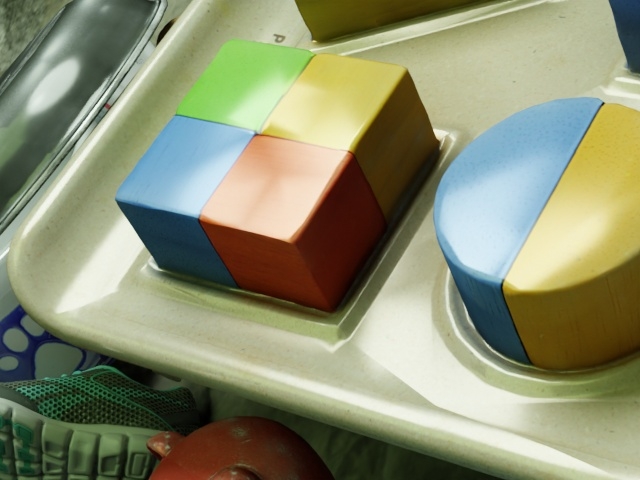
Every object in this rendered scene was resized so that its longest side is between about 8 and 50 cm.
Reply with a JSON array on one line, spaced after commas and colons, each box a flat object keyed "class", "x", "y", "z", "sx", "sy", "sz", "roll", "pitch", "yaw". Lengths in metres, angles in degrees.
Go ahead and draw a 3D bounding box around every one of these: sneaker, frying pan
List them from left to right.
[{"class": "frying pan", "x": -0.148, "y": -0.075, "z": 0.855, "sx": 0.197, "sy": 0.053, "sz": 0.326, "roll": -47, "pitch": 16, "yaw": 17}, {"class": "sneaker", "x": -0.146, "y": 0.104, "z": 0.936, "sx": 0.076, "sy": 0.166, "sz": 0.065, "roll": -79, "pitch": 4, "yaw": -53}]

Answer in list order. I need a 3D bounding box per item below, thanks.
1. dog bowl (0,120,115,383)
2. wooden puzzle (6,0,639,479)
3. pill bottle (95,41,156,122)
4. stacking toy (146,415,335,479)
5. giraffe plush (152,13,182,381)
[{"class": "dog bowl", "x": -0.229, "y": 0.031, "z": 1.059, "sx": 0.265, "sy": 0.104, "sz": 0.265, "roll": -29, "pitch": 28, "yaw": 16}, {"class": "wooden puzzle", "x": 0.077, "y": -0.065, "z": 0.655, "sx": 0.348, "sy": 0.080, "sz": 0.322, "roll": 16, "pitch": 58, "yaw": 30}, {"class": "pill bottle", "x": -0.192, "y": -0.091, "z": 1.196, "sx": 0.160, "sy": 0.087, "sz": 0.087, "roll": -34, "pitch": 40, "yaw": 31}, {"class": "stacking toy", "x": 0.000, "y": 0.196, "z": 0.619, "sx": 0.309, "sy": 0.130, "sz": 0.279, "roll": -2, "pitch": 49, "yaw": 51}, {"class": "giraffe plush", "x": 0.000, "y": 0.000, "z": 0.797, "sx": 0.170, "sy": 0.181, "sz": 0.210, "roll": 26, "pitch": 107, "yaw": 49}]
